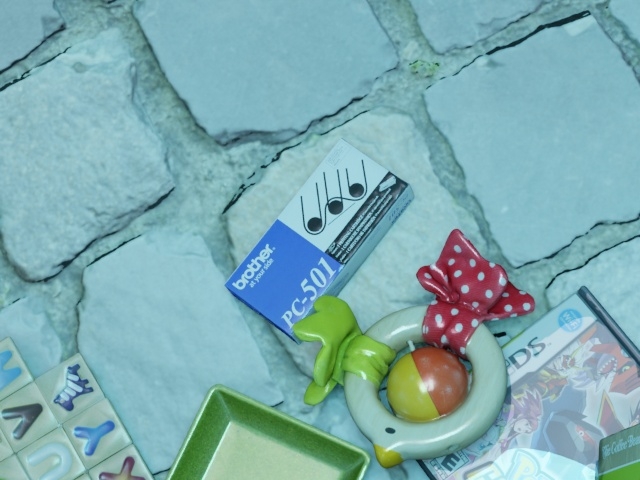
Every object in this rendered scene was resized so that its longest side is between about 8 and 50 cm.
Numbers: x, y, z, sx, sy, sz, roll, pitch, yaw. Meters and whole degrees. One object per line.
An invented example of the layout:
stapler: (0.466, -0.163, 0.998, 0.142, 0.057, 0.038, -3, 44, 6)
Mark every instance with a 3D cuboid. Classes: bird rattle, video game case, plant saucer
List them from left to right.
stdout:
plant saucer: (-0.065, 0.269, 1.493, 0.188, 0.045, 0.188, 23, 78, 15)
bird rattle: (0.106, 0.123, 1.465, 0.254, 0.143, 0.207, -17, 57, -7)
video game case: (0.252, 0.223, 1.455, 0.248, 0.035, 0.275, -37, 70, -3)

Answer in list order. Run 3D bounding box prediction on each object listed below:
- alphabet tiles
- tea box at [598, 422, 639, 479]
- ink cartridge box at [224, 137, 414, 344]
alphabet tiles: (-0.357, 0.279, 1.533, 0.343, 0.011, 0.285, -31, 81, 0)
tea box: (0.430, 0.322, 1.252, 0.329, 0.220, 0.323, 6, 74, -8)
ink cartridge box: (0.000, 0.000, 1.564, 0.097, 0.046, 0.207, 36, 82, 20)
